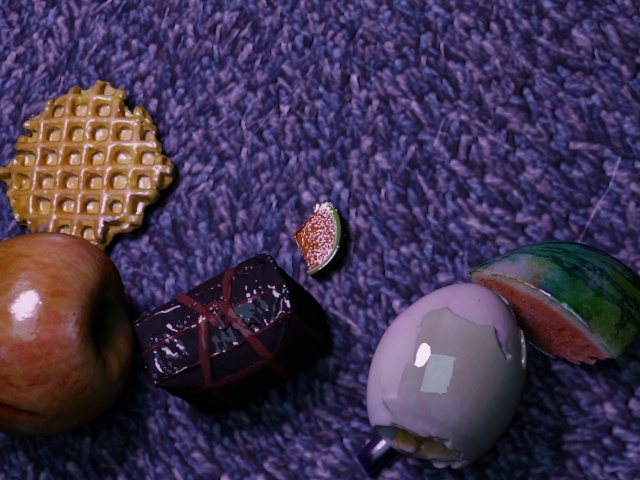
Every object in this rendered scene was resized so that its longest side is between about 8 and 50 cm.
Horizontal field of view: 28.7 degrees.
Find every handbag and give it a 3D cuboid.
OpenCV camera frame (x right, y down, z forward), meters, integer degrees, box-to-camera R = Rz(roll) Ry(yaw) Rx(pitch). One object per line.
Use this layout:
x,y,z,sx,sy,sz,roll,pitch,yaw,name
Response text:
-0.110,0.117,1.568,0.215,0.169,0.155,-28,67,4,handbag

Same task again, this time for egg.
0.155,0.152,1.487,0.183,0.183,0.217,17,67,19,egg

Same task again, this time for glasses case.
0.081,0.254,1.553,0.083,0.023,0.033,-41,69,-2,glasses case

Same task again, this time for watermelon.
0.306,0.048,1.533,0.231,0.128,0.146,38,66,24,watermelon

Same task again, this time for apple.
-0.369,0.119,1.590,0.264,0.264,0.264,-4,71,13,apple

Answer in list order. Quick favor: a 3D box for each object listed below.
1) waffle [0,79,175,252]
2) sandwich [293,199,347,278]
-0.334,-0.099,1.763,0.245,0.052,0.254,-40,68,0,waffle
0.003,-0.004,1.660,0.069,0.026,0.101,-25,65,9,sandwich
